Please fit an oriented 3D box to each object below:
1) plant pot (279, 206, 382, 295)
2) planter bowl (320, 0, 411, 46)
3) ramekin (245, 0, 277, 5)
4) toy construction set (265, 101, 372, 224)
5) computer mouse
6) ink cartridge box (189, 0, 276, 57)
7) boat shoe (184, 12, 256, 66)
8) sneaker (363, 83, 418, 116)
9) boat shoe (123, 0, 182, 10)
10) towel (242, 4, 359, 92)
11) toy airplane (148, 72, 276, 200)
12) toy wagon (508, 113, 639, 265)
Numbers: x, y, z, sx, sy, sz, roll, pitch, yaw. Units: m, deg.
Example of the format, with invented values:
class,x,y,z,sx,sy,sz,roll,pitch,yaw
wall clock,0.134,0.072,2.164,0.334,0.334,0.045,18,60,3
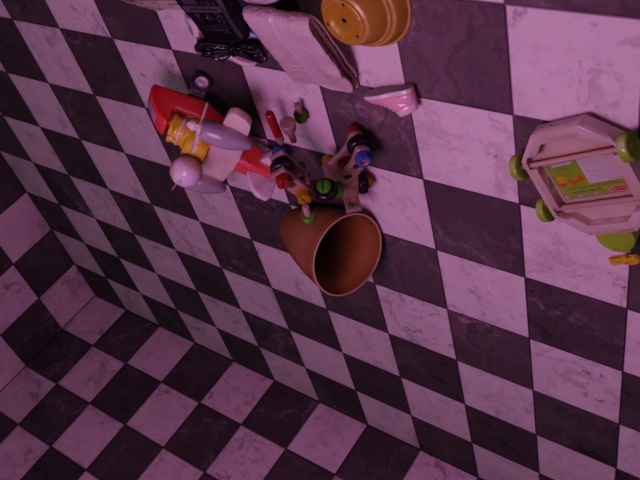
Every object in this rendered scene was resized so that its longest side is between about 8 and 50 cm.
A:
class,x,y,z,sx,sy,sz,roll,pitch,yaw
plant pot,0.000,0.000,2.155,0.254,0.237,0.237,28,151,47
planter bowl,0.068,-0.464,1.552,0.217,0.090,0.217,28,148,19
ramekin,-0.126,-0.588,1.584,0.207,0.109,0.207,28,148,20
toy construction set,-0.008,-0.178,1.936,0.309,0.257,0.237,48,170,29
computer mouse,-0.228,-0.495,1.665,0.188,0.072,0.272,12,160,22
ink cartridge box,-0.198,-0.509,1.761,0.190,0.082,0.140,21,152,14
boat shoe,-0.238,-0.491,1.887,0.227,0.079,0.081,39,160,12
sneaker,0.158,-0.305,1.705,0.134,0.051,0.070,3,129,41
boat shoe,-0.409,-0.607,1.882,0.302,0.109,0.094,12,143,35
towel,-0.038,-0.413,1.684,0.187,0.049,0.282,18,168,31
toy airplane,-0.286,-0.231,2.082,0.384,0.272,0.386,18,147,35
toy wagon,0.548,-0.093,1.539,0.267,0.068,0.344,-7,128,52
